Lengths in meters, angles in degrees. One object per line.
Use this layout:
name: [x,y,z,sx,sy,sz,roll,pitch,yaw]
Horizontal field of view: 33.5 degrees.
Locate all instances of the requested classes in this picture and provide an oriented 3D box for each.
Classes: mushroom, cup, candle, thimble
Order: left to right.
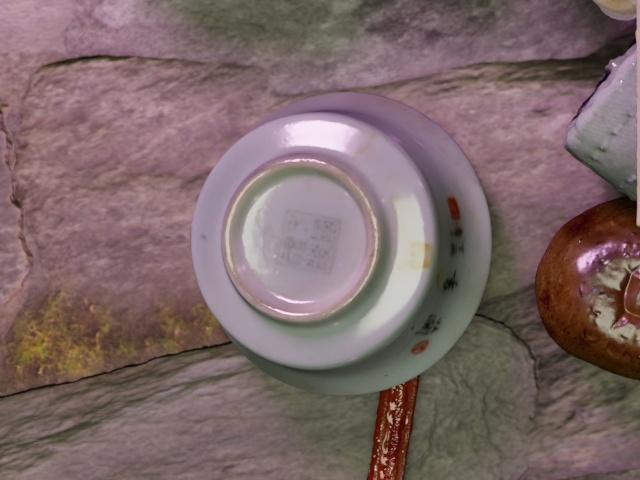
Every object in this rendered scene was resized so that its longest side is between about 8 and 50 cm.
cup: [0.000,0.000,1.139,0.347,0.163,0.347,-1,87,17]
candle: [0.085,0.193,1.228,0.051,0.048,0.329,13,98,35]
mushroom: [0.346,0.052,1.126,0.231,0.138,0.194,10,96,8]
thimble: [0.364,-0.149,1.061,0.150,0.237,0.237,38,100,5]

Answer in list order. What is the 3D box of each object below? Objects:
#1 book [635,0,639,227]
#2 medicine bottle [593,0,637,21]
book: [0.431,-0.166,0.938,0.373,0.028,0.263,-11,105,-22]
medicine bottle: [0.306,-0.290,0.955,0.143,0.147,0.147,-31,90,-9]
